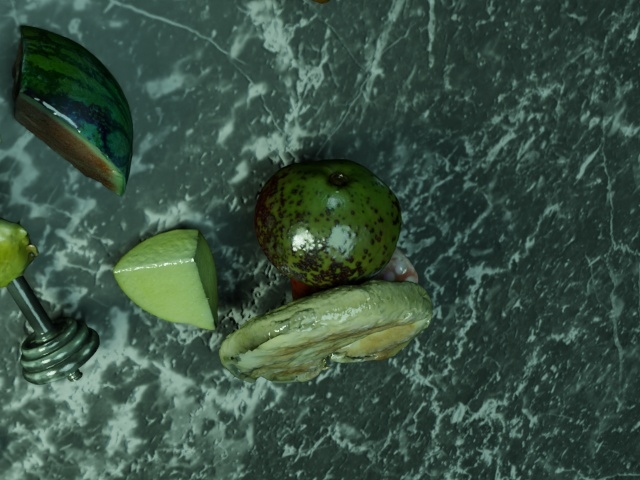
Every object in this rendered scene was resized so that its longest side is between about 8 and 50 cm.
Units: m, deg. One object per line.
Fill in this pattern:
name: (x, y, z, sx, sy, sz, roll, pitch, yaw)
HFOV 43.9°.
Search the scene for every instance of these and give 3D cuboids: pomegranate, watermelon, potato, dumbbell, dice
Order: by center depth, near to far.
watermelon: (-0.287, -0.154, 0.973, 0.128, 0.146, 0.231, -50, 120, -4)
dumbbell: (-0.384, 0.082, 1.041, 0.110, 0.110, 0.255, -31, 113, -15)
potato: (-0.217, 0.057, 1.149, 0.120, 0.081, 0.149, -5, 132, 6)
pomegranate: (0.000, 0.000, 1.166, 0.214, 0.214, 0.248, -2, 133, -27)
dice: (0.095, 0.056, 1.283, 0.093, 0.091, 0.094, -41, 122, -9)

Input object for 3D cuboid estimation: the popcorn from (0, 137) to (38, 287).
popcorn: (-0.467, -0.070, 0.815, 0.290, 0.325, 0.322, -25, 104, -50)

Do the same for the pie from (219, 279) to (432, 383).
pie: (0.012, 0.136, 1.175, 0.337, 0.075, 0.337, -14, 156, -6)

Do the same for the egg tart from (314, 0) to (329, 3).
egg tart: (-0.027, -0.401, 1.007, 0.202, 0.203, 0.147, 19, 112, -32)
